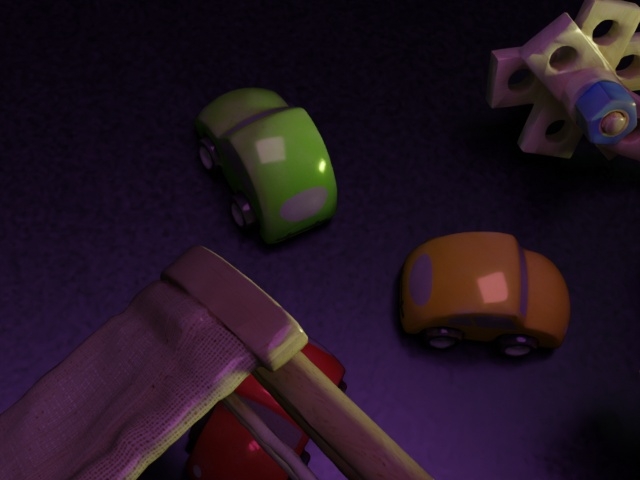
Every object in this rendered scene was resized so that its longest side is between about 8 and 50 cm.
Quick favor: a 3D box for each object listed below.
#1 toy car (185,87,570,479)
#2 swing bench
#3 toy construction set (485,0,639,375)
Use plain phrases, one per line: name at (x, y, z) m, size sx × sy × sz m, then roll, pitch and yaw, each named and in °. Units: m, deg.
toy car at (0.000, 0.000, 0.612) m, size 0.239 × 0.053 × 0.225 m, roll -25°, pitch 70°, yaw -21°
swing bench at (-0.065, 0.164, 0.429) m, size 0.253 × 0.165 × 0.254 m, roll -43°, pitch 78°, yaw -11°
toy construction set at (0.222, 0.002, 0.603) m, size 0.215 × 0.151 × 0.328 m, roll -22°, pitch 55°, yaw 2°
